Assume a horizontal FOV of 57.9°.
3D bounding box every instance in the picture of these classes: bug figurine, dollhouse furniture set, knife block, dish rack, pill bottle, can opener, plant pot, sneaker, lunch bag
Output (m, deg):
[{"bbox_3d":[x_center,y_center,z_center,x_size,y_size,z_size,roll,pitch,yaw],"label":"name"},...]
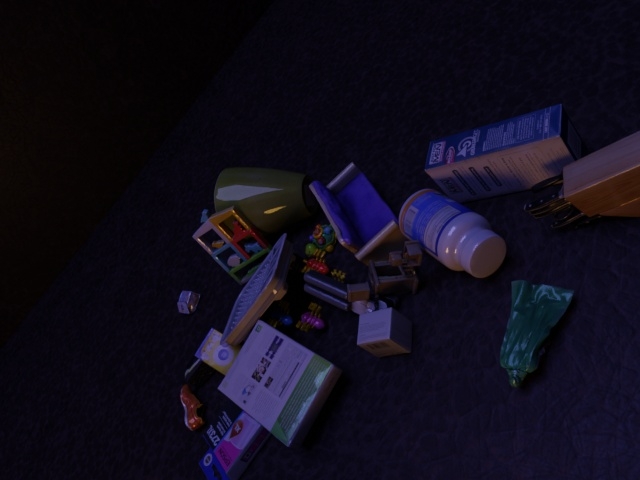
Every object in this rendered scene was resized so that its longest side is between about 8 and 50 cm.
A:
[{"bbox_3d":[-0.031,0.169,1.730,0.216,0.072,0.279,24,73,45],"label":"bug figurine"},{"bbox_3d":[0.155,0.060,1.494,0.182,0.160,0.101,-6,44,-6],"label":"dollhouse furniture set"},{"bbox_3d":[0.570,-0.127,1.230,0.242,0.275,0.088,4,59,13],"label":"knife block"},{"bbox_3d":[-0.180,0.161,1.774,0.332,0.072,0.285,-51,15,28],"label":"dish rack"},{"bbox_3d":[0.330,-0.017,1.449,0.152,0.152,0.272,-50,38,2],"label":"pill bottle"},{"bbox_3d":[0.078,0.151,1.595,0.281,0.074,0.093,19,33,29],"label":"can opener"},{"bbox_3d":[-0.167,-0.140,2.000,0.294,0.274,0.274,-7,54,23],"label":"plant pot"},{"bbox_3d":[-0.370,0.374,1.899,0.235,0.084,0.097,-44,35,9],"label":"sneaker"},{"bbox_3d":[-0.402,0.526,1.840,0.068,0.064,0.175,-29,44,-4],"label":"sneaker"},{"bbox_3d":[-0.499,0.233,2.172,0.071,0.053,0.083,0,69,47],"label":"lunch bag"}]

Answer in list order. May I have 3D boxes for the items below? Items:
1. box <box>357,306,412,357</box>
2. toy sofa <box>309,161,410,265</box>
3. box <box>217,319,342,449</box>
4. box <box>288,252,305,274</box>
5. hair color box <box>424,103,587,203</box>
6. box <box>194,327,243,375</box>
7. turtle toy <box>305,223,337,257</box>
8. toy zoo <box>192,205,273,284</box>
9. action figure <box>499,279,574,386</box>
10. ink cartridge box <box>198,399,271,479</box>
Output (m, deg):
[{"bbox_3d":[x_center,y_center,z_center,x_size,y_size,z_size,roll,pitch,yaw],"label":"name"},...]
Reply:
[{"bbox_3d":[0.162,0.233,1.456,0.101,0.102,0.087,-19,50,36],"label":"box"},{"bbox_3d":[0.115,-0.087,1.706,0.150,0.177,0.362,-42,37,12],"label":"toy sofa"},{"bbox_3d":[-0.116,0.377,1.560,0.322,0.058,0.232,22,78,45],"label":"box"},{"bbox_3d":[-0.099,0.077,1.882,0.083,0.062,0.052,-3,60,44],"label":"box"},{"bbox_3d":[0.459,-0.206,1.452,0.347,0.174,0.105,-11,52,40],"label":"hair color box"},{"bbox_3d":[-0.287,0.360,1.793,0.179,0.043,0.105,28,80,13],"label":"box"},{"bbox_3d":[0.000,0.000,1.840,0.095,0.066,0.130,17,73,51],"label":"turtle toy"},{"bbox_3d":[-0.295,0.007,1.956,0.192,0.293,0.030,-30,24,24],"label":"toy zoo"},{"bbox_3d":[0.441,0.202,1.228,0.137,0.063,0.232,4,60,45],"label":"action figure"},{"bbox_3d":[-0.222,0.529,1.642,0.370,0.069,0.176,-55,38,-2],"label":"ink cartridge box"}]
